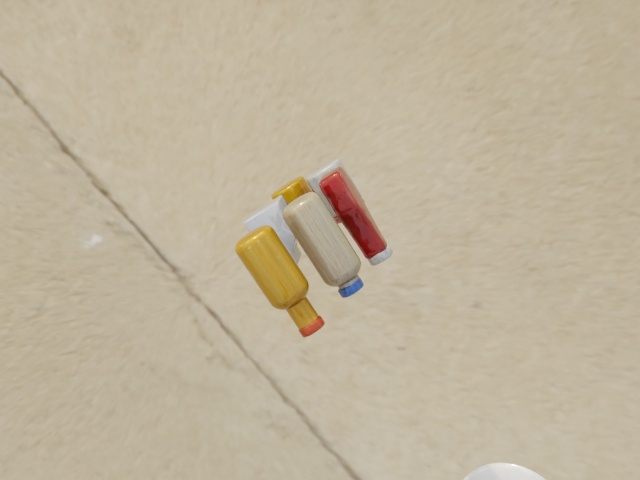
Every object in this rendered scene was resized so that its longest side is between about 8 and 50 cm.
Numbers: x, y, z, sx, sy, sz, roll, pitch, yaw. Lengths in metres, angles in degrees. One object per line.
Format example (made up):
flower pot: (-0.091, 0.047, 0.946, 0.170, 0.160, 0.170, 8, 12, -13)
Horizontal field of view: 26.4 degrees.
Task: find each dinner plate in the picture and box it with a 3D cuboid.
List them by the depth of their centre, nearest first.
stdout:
dinner plate: (0.212, 0.316, 1.523, 0.141, 0.017, 0.141, 10, 112, 26)

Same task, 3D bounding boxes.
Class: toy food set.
toy food set: (0.000, 0.000, 1.298, 0.111, 0.232, 0.104, -31, 99, 10)
